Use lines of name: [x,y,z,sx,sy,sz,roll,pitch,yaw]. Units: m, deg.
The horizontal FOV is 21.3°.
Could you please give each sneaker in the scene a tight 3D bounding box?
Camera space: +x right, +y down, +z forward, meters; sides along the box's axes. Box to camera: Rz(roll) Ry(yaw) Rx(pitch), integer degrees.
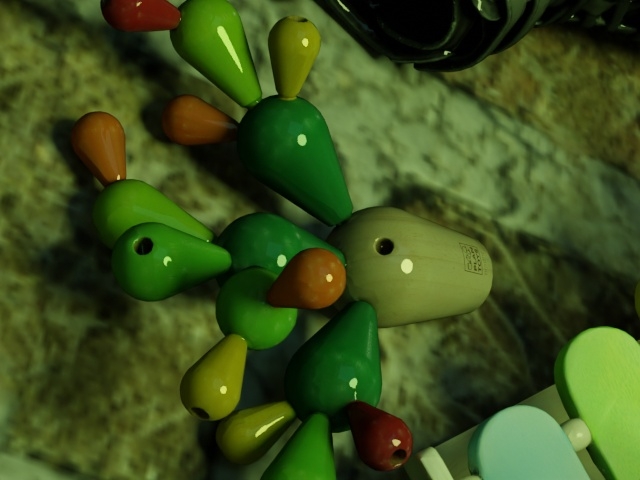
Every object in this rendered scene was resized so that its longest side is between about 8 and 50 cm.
sneaker: [0.112,-0.116,0.792,0.296,0.104,0.147,28,54,-12]

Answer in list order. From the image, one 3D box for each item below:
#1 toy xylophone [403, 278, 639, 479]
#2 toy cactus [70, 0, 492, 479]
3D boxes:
toy xylophone: [0.191,0.105,0.696,0.323,0.081,0.236,-33,84,-25]
toy cactus: [0.000,0.000,0.659,0.180,0.112,0.219,5,53,-43]
